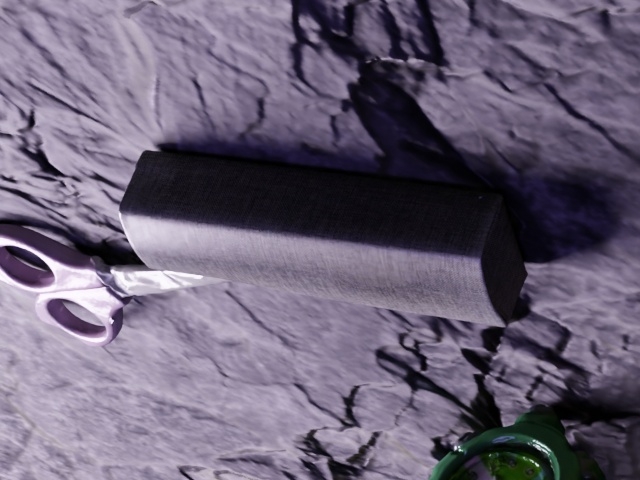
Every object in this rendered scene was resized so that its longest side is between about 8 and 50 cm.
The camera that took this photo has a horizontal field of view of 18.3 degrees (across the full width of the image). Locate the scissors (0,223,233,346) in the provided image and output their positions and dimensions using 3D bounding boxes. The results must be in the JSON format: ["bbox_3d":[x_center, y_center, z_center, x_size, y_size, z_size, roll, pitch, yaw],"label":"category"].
[{"bbox_3d":[-0.112,0.021,1.168,0.212,0.021,0.110,-7,136,41],"label":"scissors"}]

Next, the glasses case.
[{"bbox_3d":[0.000,0.000,1.034,0.205,0.047,0.071,8,148,23],"label":"glasses case"}]

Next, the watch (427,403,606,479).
[{"bbox_3d":[0.129,0.195,1.144,0.165,0.131,0.152,46,173,46],"label":"watch"}]
